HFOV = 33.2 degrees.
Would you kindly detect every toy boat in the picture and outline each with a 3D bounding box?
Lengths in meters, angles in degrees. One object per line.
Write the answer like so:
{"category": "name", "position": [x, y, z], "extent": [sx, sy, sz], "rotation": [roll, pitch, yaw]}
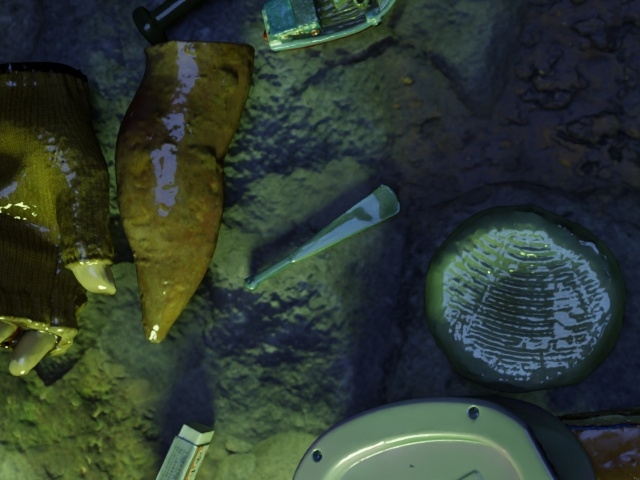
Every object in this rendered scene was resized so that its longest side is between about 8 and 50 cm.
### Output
{"category": "toy boat", "position": [0.014, -0.256, 1.174], "extent": [0.173, 0.059, 0.069], "rotation": [-14, 81, 9]}

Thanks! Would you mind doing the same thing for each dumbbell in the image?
{"category": "dumbbell", "position": [-0.156, -0.270, 1.216], "extent": [0.118, 0.046, 0.052], "rotation": [-34, 73, 6]}

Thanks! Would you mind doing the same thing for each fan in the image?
{"category": "fan", "position": [0.000, 0.000, 1.167], "extent": [0.193, 0.016, 0.038], "rotation": [-30, 76, 5]}

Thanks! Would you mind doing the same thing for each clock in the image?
{"category": "clock", "position": [0.119, 0.306, 1.011], "extent": [0.339, 0.102, 0.338], "rotation": [-6, 78, 30]}

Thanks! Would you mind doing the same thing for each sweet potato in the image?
{"category": "sweet potato", "position": [-0.163, -0.059, 1.153], "extent": [0.131, 0.131, 0.336], "rotation": [11, 84, 12]}

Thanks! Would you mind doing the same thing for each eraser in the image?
{"category": "eraser", "position": [-0.154, 0.254, 1.146], "extent": [0.029, 0.052, 0.122], "rotation": [23, 88, 12]}

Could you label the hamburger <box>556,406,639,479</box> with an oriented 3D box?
{"category": "hamburger", "position": [0.293, 0.216, 1.047], "extent": [0.176, 0.087, 0.102], "rotation": [-8, 80, 8]}

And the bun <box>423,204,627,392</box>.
{"category": "bun", "position": [0.204, 0.059, 1.068], "extent": [0.195, 0.118, 0.195], "rotation": [-2, 85, 17]}

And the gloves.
{"category": "gloves", "position": [-0.314, -0.028, 1.160], "extent": [0.203, 0.155, 0.356], "rotation": [-4, 67, 4]}
